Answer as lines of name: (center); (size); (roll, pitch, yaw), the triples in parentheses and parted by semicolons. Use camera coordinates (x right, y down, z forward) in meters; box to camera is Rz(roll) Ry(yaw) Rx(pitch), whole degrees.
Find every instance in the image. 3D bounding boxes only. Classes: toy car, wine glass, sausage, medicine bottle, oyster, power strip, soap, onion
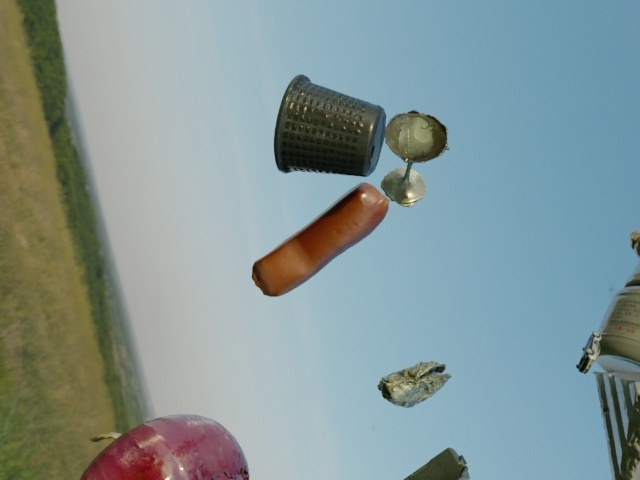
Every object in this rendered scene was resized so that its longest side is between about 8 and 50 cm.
toy car: (0.461, 0.189, 1.127); (0.025, 0.093, 0.041); (28, -50, 18)
wine glass: (0.220, -0.191, 1.631); (0.232, 0.156, 0.156); (93, -22, -62)
sausage: (0.000, 0.000, 1.249); (0.089, 0.300, 0.083); (51, 10, -16)
medicine bottle: (0.822, 0.195, 1.594); (0.245, 0.306, 0.245); (29, -16, 9)
oyster: (0.267, 0.428, 1.952); (0.198, 0.267, 0.112); (-46, -124, 52)
power strip: (0.236, 0.606, 1.603); (0.048, 0.286, 0.080); (38, 19, -42)
soap: (0.535, 0.230, 1.047); (0.302, 0.158, 0.258); (-74, 157, -53)
onion: (-0.321, 0.487, 1.306); (0.345, 0.358, 0.358); (59, -21, 16)

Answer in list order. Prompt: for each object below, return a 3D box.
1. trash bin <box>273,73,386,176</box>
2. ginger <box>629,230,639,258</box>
trash bin: (0.025, -0.181, 1.130); (0.175, 0.160, 0.176); (15, 90, -78)
ginger: (0.481, 0.018, 0.785); (0.258, 0.149, 0.065); (175, -73, -72)
